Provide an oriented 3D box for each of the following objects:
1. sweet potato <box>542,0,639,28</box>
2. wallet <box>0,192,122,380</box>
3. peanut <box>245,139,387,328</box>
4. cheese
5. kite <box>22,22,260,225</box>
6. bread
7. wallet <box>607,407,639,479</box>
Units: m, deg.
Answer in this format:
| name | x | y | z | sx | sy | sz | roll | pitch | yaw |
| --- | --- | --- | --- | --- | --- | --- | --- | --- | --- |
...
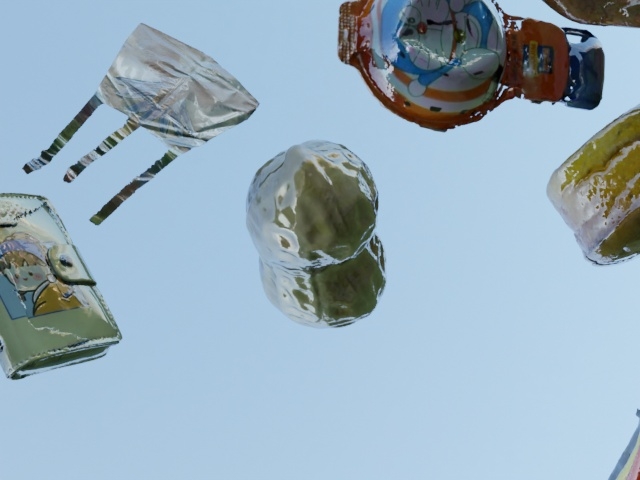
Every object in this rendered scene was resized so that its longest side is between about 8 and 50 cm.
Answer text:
| name | x | y | z | sx | sy | sz | roll | pitch | yaw |
| --- | --- | --- | --- | --- | --- | --- | --- | --- | --- |
| sweet potato | 0.286 | -0.287 | 1.359 | 0.058 | 0.255 | 0.078 | -39 | -27 | -52 |
| wallet | -0.233 | 0.031 | 0.973 | 0.110 | 0.155 | 0.039 | -10 | -27 | -48 |
| peanut | 0.000 | 0.000 | 1.076 | 0.120 | 0.136 | 0.298 | -42 | -18 | -12 |
| cheese | 0.179 | -0.224 | 1.436 | 0.329 | 0.129 | 0.217 | 8 | -106 | -12 |
| kite | -0.185 | -0.125 | 1.315 | 0.015 | 0.169 | 0.310 | -55 | 4 | 45 |
| bread | 0.362 | -0.061 | 1.387 | 0.195 | 0.143 | 0.269 | -38 | -12 | 16 |
| wallet | 0.220 | 0.176 | 0.704 | 0.241 | 0.141 | 0.067 | 99 | 180 | -52 |
